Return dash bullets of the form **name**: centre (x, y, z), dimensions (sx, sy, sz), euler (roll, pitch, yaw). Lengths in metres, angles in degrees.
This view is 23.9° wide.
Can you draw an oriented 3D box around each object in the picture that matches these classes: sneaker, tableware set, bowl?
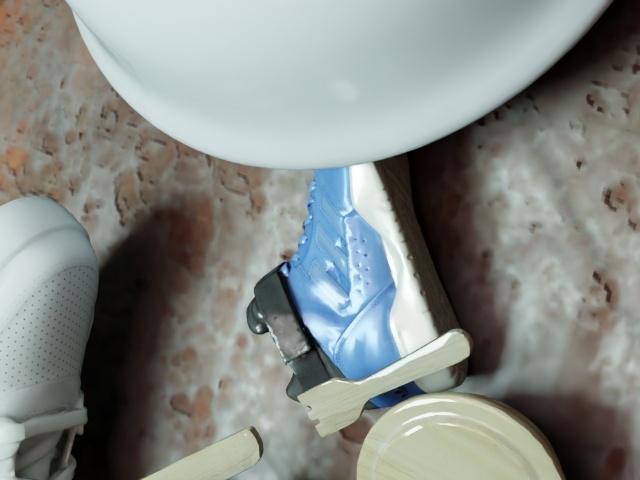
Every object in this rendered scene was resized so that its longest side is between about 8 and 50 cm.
- **sneaker**: centre (-0.127, 0.139, 0.682), dimensions (0.169, 0.108, 0.292), euler (34, 113, 26)
- **tableware set**: centre (0.020, 0.117, 0.625), dimensions (0.194, 0.039, 0.128), euler (-28, 95, 31)
- **bowl**: centre (-0.016, -0.187, 0.584), dimensions (0.298, 0.134, 0.298), euler (-9, 71, 26)
- **sneaker**: centre (0.000, 0.000, 0.636), dimensions (0.084, 0.058, 0.152), euler (-20, 83, 19)
